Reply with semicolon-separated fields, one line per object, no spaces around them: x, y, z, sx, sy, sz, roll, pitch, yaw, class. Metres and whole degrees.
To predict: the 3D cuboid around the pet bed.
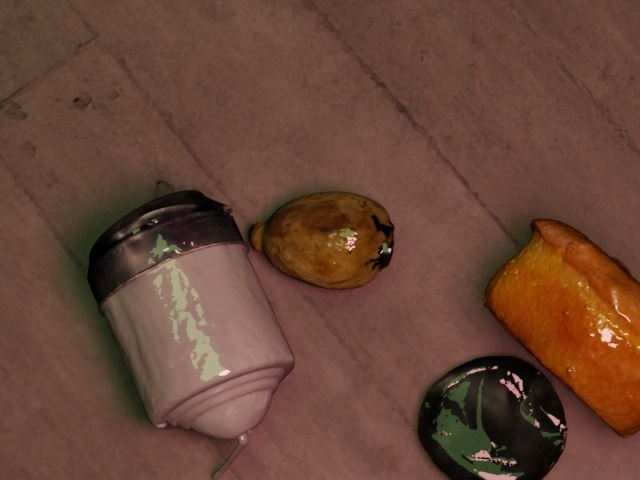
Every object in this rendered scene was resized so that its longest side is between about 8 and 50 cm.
0.233;0.247;1.943;0.201;0.053;0.201;-1;72;4;pet bed

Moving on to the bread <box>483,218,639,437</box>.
0.349;0.114;1.862;0.172;0.312;0.312;-43;74;5;bread

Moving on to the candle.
-0.159;0.123;1.921;0.221;0.221;0.342;-26;75;-5;candle

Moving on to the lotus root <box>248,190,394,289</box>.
0.000;0.000;2.004;0.214;0.138;0.138;0;72;15;lotus root
